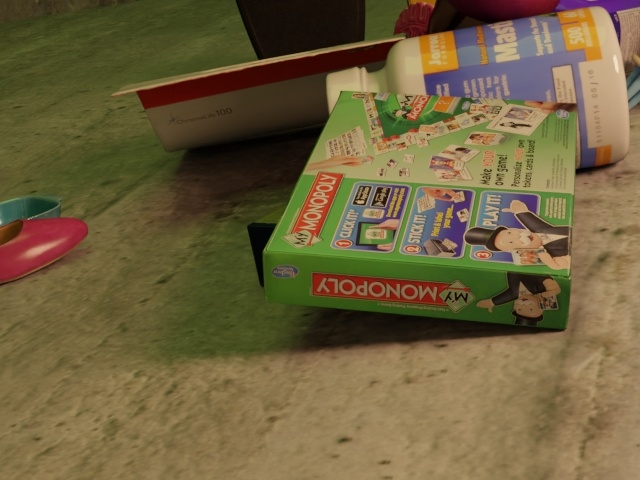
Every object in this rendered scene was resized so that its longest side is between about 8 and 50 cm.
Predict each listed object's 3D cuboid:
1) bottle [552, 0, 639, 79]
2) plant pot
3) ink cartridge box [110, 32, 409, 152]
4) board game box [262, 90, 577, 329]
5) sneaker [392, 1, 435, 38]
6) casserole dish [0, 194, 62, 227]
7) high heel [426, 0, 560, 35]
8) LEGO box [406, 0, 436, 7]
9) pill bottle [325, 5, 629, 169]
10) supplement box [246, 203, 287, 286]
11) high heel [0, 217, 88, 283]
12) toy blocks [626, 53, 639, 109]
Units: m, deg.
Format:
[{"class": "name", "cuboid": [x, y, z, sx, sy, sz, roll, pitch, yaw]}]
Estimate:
[{"class": "bottle", "cuboid": [0.367, -0.235, 1.492, 0.283, 0.118, 0.092, -16, 33, -34]}, {"class": "plant pot", "cuboid": [-0.023, -0.316, 1.920, 0.188, 0.167, 0.187, -11, 17, -1]}, {"class": "ink cartridge box", "cuboid": [-0.043, -0.161, 1.460, 0.308, 0.091, 0.385, -10, 8, 5]}, {"class": "board game box", "cuboid": [0.093, -0.038, 1.022, 0.213, 0.046, 0.317, 4, 28, 10]}, {"class": "sneaker", "cuboid": [0.192, -0.236, 1.641, 0.111, 0.103, 0.252, 5, 14, -42]}, {"class": "casserole dish", "cuboid": [-0.355, -0.004, 1.355, 0.188, 0.037, 0.114, -23, 21, -31]}, {"class": "high heel", "cuboid": [0.161, -0.204, 1.362, 0.127, 0.181, 0.377, 28, 8, 9]}, {"class": "LEGO box", "cuboid": [0.366, -0.497, 1.906, 0.500, 0.372, 0.193, -2, 19, 27]}, {"class": "pill bottle", "cuboid": [0.147, -0.129, 1.240, 0.272, 0.152, 0.152, -9, 17, 6]}, {"class": "supplement box", "cuboid": [0.000, 0.000, 1.082, 0.083, 0.056, 0.083, 3, 23, 38]}, {"class": "high heel", "cuboid": [-0.350, -0.014, 1.242, 0.244, 0.117, 0.082, -16, 17, -14]}, {"class": "toy blocks", "cuboid": [0.393, -0.199, 1.425, 0.148, 0.054, 0.123, -47, -25, 17]}]
